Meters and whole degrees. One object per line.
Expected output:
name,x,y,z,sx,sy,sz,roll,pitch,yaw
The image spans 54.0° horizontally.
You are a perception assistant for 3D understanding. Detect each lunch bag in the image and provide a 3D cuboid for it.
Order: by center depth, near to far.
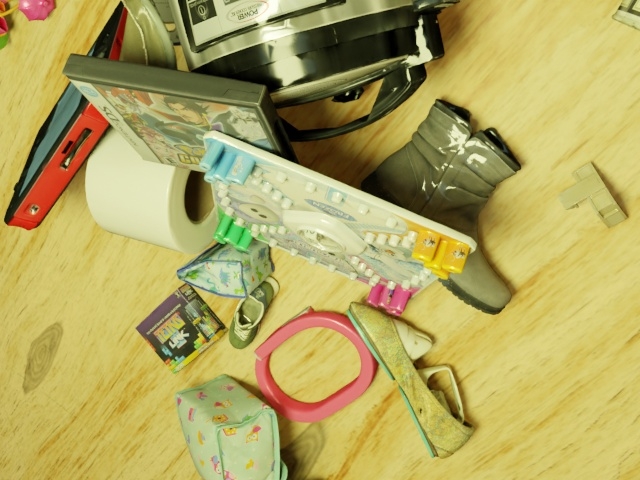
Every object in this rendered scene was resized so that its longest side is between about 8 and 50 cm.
lunch bag,-0.187,0.046,1.233,0.151,0.129,0.096,1,110,24
lunch bag,-0.186,0.449,1.320,0.223,0.160,0.262,13,114,55

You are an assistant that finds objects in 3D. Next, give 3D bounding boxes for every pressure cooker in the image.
pressure cooker,-0.029,-0.354,0.896,0.376,0.370,0.420,-20,105,-19

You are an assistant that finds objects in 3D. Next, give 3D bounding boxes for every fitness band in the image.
fitness band,-0.016,0.257,1.282,0.291,0.054,0.209,-40,91,30

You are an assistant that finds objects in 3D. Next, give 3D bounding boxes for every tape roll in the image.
tape roll,-0.283,-0.111,1.151,0.169,0.246,0.246,13,113,17

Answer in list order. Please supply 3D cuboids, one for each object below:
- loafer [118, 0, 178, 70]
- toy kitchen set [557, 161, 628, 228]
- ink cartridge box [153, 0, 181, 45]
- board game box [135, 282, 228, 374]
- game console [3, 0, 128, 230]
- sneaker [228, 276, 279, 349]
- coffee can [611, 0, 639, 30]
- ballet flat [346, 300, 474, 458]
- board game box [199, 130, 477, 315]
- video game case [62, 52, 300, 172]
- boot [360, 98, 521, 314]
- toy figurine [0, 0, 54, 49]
loafer,-0.262,-0.253,0.940,0.251,0.087,0.094,89,158,-46
toy kitchen set,0.428,-0.062,1.000,0.068,0.075,0.083,-33,54,25
ink cartridge box,-0.248,-0.508,1.033,0.069,0.176,0.370,24,116,13
board game box,-0.307,0.195,1.381,0.170,0.048,0.141,-40,92,28
game console,-0.461,-0.232,1.156,0.060,0.342,0.386,26,125,-34
sneaker,-0.154,0.160,1.284,0.064,0.086,0.192,34,118,8
coffee can,0.521,-0.363,0.758,0.202,0.201,0.275,29,117,11
ballet flat,0.178,0.242,1.175,0.123,0.123,0.348,-28,96,28
board game box,0.000,0.000,0.997,0.390,0.390,0.050,22,73,0
video game case,-0.177,-0.157,0.880,0.275,0.248,0.035,13,73,14
boot,0.248,-0.052,1.035,0.338,0.118,0.223,45,113,-3
toy figurine,-0.605,-0.484,1.244,0.159,0.130,0.173,-14,78,12
